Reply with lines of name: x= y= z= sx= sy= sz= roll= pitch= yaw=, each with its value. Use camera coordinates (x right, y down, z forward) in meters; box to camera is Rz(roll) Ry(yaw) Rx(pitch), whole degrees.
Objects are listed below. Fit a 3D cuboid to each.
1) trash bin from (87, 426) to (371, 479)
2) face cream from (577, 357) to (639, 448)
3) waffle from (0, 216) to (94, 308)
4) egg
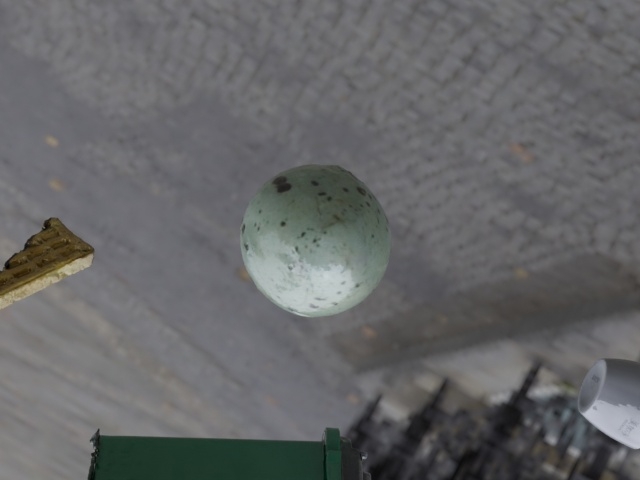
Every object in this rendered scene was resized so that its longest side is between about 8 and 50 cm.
trash bin: x=-0.129 y=0.405 z=2.200 sx=0.381 sy=0.259 sz=0.295 roll=6 pitch=-150 yaw=-5
face cream: x=0.333 y=0.173 z=1.796 sx=0.095 sy=0.091 sz=0.091 roll=22 pitch=166 yaw=-9
waffle: x=-0.312 y=0.029 z=1.703 sx=0.097 sy=0.153 sz=0.023 roll=32 pitch=141 yaw=47
egg: x=0.000 y=0.000 z=1.409 sx=0.131 sy=0.131 sz=0.164 roll=35 pitch=176 yaw=-20
